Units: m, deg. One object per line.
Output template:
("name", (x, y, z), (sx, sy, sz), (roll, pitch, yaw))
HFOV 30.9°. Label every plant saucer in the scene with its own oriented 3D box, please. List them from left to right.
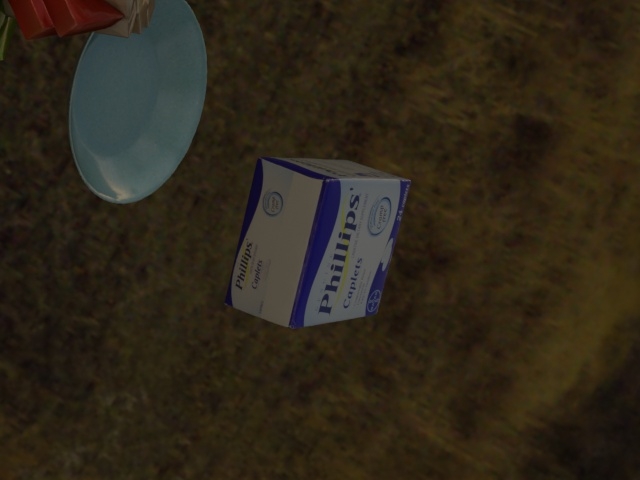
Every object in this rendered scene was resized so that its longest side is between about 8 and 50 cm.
("plant saucer", (-0.171, -0.131, 1.030), (0.195, 0.037, 0.195), (-42, 140, -48))

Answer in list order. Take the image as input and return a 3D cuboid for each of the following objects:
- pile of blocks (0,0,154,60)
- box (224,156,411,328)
("pile of blocks", (-0.272, -0.189, 0.704), (0.149, 0.362, 0.113), (-38, -145, 53))
("box", (0.000, 0.000, 0.956), (0.137, 0.072, 0.126), (-4, 111, -56))
